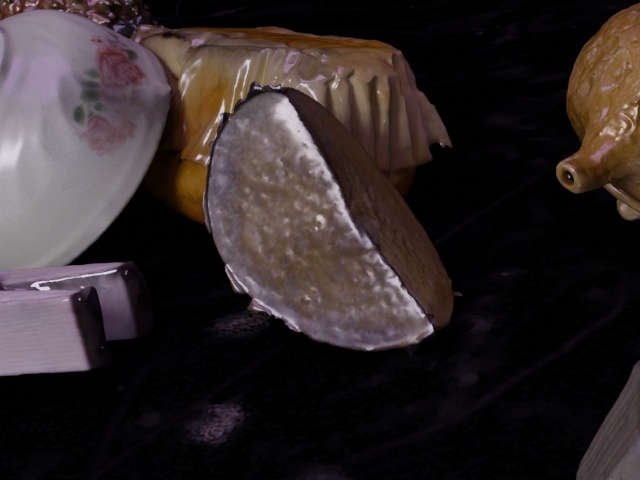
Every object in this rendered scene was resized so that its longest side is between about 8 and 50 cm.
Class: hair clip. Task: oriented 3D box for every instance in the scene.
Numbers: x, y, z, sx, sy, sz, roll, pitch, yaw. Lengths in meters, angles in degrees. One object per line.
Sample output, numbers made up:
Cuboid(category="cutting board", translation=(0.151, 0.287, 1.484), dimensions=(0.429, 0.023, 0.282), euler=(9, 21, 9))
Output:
Cuboid(category="hair clip", translation=(-0.306, 0.067, 1.043), dimensions=(0.330, 0.085, 0.101), euler=(-3, 25, 20))

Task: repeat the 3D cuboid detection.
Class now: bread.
Cuboid(category="bread", translation=(-0.064, -0.115, 1.243), dimensions=(0.236, 0.183, 0.388), euler=(-7, 15, -28))

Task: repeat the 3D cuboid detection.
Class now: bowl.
Cuboid(category="bowl", translation=(-0.288, -0.107, 1.176), dimensions=(0.277, 0.145, 0.277), euler=(-26, 46, 30))

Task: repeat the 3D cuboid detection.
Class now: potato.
Cuboid(category="potato", translation=(0.000, 0.000, 1.012), dimensions=(0.138, 0.243, 0.098), euler=(-38, -13, 26))

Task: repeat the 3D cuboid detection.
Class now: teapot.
Cuboid(category="teapot", translation=(0.302, -0.085, 1.047), dimensions=(0.311, 0.167, 0.203), euler=(-11, 48, -43))

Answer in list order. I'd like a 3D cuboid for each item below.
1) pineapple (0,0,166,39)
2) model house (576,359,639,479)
Cuboid(category="pineapple", translation=(-0.259, -0.240, 1.534), dimensions=(0.362, 0.202, 0.202), euler=(16, 36, 31))
Cuboid(category="model house", translation=(0.179, 0.157, 0.585), dimensions=(0.122, 0.188, 0.229), euler=(-15, 21, 28))
